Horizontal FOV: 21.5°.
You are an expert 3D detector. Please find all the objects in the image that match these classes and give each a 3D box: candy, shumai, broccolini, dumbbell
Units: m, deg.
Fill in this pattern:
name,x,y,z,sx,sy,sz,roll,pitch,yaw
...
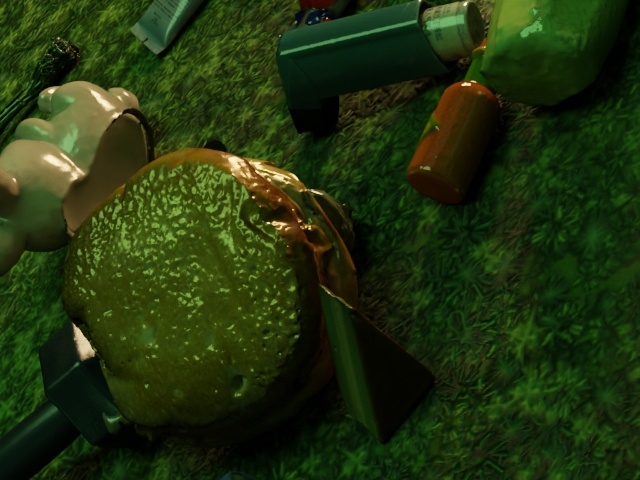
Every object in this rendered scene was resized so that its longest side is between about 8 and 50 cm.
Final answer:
name,x,y,z,sx,sy,sz,roll,pitch,yaw
candy,0.253,-0.298,1.740,0.142,0.132,0.344,-5,53,36
shumai,-0.001,0.000,1.795,0.099,0.087,0.124,13,107,22
broccolini,-0.444,-0.203,2.499,0.054,0.051,0.239,39,91,11
dumbbell,-0.325,0.229,1.876,0.316,0.143,0.156,-40,36,15

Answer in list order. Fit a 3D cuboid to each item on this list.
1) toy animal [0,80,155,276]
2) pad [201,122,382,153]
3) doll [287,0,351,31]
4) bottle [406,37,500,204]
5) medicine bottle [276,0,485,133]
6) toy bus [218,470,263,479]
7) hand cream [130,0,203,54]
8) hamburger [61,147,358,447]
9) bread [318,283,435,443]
name,x,y,z,sx,sy,sz,roll,pitch,yaw
toy animal,-0.341,-0.081,2.112,0.154,0.209,0.325,6,20,33
pad,-0.062,-0.019,1.883,0.323,0.055,0.250,-28,57,13
doll,0.006,-0.300,2.079,0.104,0.062,0.195,-10,57,65
bottle,0.153,-0.130,1.751,0.069,0.069,0.187,1,57,48
medicine bottle,0.063,-0.203,1.896,0.258,0.124,0.079,-12,44,26
toy bus,-0.072,0.289,1.614,0.051,0.061,0.153,-41,37,21
hand cream,-0.163,-0.380,2.345,0.271,0.058,0.091,-51,46,5
hamburger,-0.117,0.064,1.711,0.314,0.170,0.290,-35,72,22
bread,0.030,0.115,1.593,0.084,0.139,0.074,-50,38,-1
